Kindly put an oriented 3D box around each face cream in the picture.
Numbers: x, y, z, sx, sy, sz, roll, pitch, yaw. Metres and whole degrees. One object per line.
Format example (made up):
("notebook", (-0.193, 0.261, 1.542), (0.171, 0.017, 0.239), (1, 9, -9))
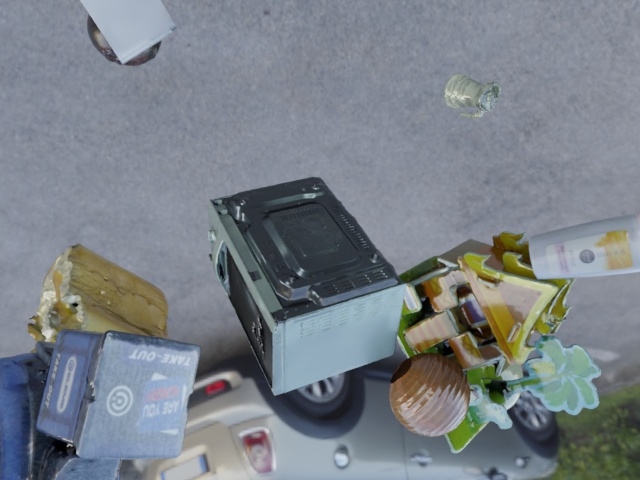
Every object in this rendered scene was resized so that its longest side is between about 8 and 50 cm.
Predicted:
("face cream", (0.411, 0.012, 0.881), (0.198, 0.084, 0.057), (-12, -172, 30))

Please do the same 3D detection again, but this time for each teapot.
("teapot", (0.242, -0.227, 0.958), (0.057, 0.083, 0.067), (-10, 113, -32))

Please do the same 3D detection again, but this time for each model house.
("model house", (0.325, 0.167, 1.056), (0.242, 0.358, 0.312), (-20, 174, -43))

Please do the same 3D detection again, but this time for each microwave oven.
("microwave oven", (-0.033, 0.049, 0.956), (0.237, 0.295, 0.181), (-15, 133, -20))

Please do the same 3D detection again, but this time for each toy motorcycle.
("toy motorcycle", (-0.200, 0.241, 0.424), (0.212, 0.359, 0.125), (-3, 164, 41))

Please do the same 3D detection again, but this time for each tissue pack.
("tissue pack", (-0.413, -0.485, 1.281), (0.136, 0.246, 0.160), (-33, 117, -6))

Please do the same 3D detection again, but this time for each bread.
("bread", (-0.551, 0.247, 1.559), (0.250, 0.361, 0.394), (-40, 131, 14))

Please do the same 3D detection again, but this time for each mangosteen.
("mangosteen", (-0.514, -0.566, 1.606), (0.209, 0.210, 0.210), (-6, 151, -4))

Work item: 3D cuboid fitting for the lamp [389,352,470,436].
("lamp", (0.179, 0.251, 0.992), (0.136, 0.137, 0.136), (-6, 151, -4))

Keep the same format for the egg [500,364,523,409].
("egg", (0.428, 0.350, 1.660), (0.219, 0.269, 0.219), (-39, 169, -9))
